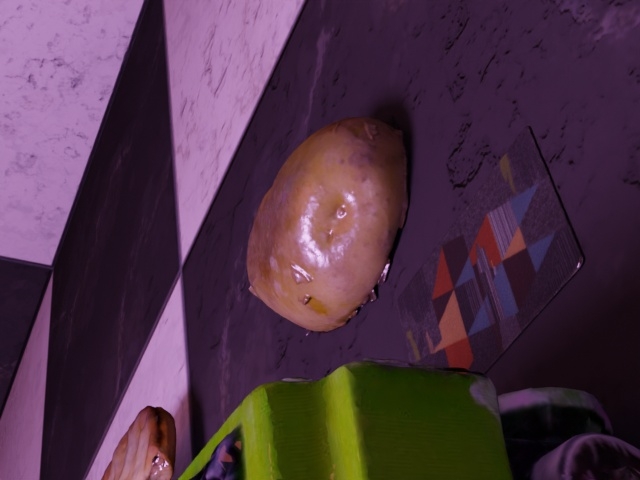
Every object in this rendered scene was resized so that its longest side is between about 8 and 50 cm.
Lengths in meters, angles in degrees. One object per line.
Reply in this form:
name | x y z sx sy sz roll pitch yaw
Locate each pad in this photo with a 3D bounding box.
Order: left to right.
pad | 0.117 0.033 0.750 0.143 0.003 0.211 -100 31 -44

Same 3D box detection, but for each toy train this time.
toy train | 0.034 0.186 0.548 0.307 0.249 0.173 -52 35 45

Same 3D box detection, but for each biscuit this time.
biscuit | -0.264 0.355 1.298 0.299 0.045 0.154 -62 27 9

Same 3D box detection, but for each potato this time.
potato | 0.000 0.000 0.933 0.138 0.098 0.243 -122 48 -58
